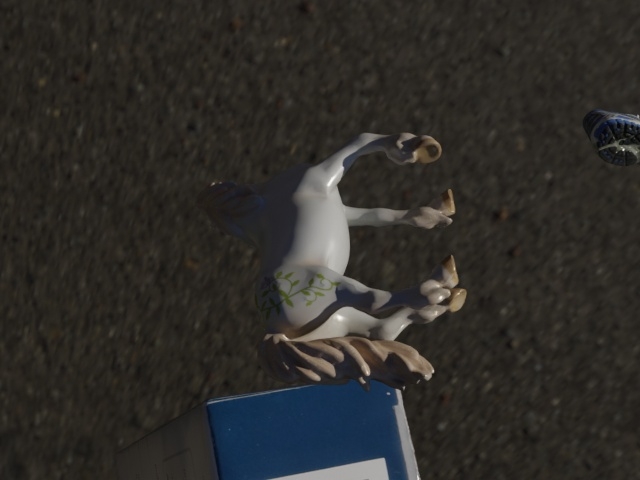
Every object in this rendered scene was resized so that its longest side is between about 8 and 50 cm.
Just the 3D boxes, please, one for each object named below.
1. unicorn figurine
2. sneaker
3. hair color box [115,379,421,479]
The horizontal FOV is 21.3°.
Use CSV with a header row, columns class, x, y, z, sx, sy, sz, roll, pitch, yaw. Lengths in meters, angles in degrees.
class,x,y,z,sx,sy,sz,roll,pitch,yaw
unicorn figurine,0.000,0.000,0.692,0.111,0.060,0.162,-12,28,10
sneaker,0.291,-0.090,1.525,0.135,0.052,0.058,18,20,-31
hair color box,-0.034,0.184,0.976,0.105,0.347,0.174,-8,81,-16
